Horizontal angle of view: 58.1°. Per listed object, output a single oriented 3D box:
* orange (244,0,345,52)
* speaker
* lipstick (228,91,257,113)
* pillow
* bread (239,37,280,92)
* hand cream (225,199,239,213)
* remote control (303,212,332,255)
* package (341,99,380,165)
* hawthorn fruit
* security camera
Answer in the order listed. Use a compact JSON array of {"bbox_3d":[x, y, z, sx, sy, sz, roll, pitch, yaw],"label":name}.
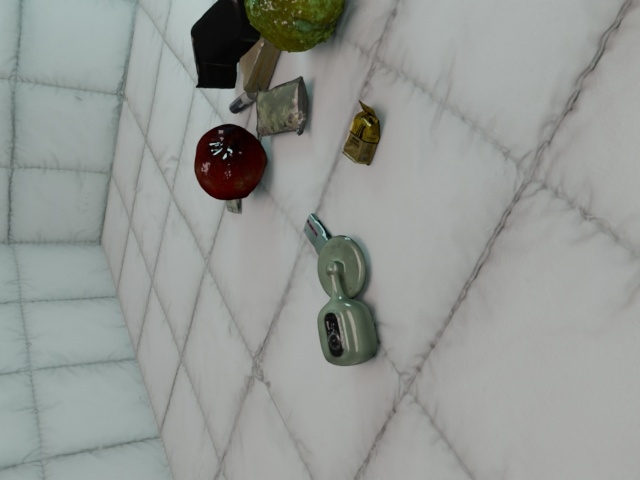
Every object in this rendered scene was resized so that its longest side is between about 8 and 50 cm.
[{"bbox_3d":[-0.067,-0.600,1.386,0.301,0.223,0.300,52,137,43],"label":"orange"},{"bbox_3d":[-0.252,-0.594,1.725,0.388,0.179,0.184,-3,94,58],"label":"speaker"},{"bbox_3d":[-0.249,-0.441,1.832,0.141,0.040,0.040,-15,78,56],"label":"lipstick"},{"bbox_3d":[-0.107,-0.360,1.597,0.255,0.059,0.169,9,99,55],"label":"pillow"},{"bbox_3d":[-0.164,-0.507,1.665,0.152,0.077,0.105,-22,77,52],"label":"bread"},{"bbox_3d":[-0.292,-0.228,1.895,0.095,0.059,0.277,16,109,55],"label":"hand cream"},{"bbox_3d":[0.000,0.000,1.461,0.166,0.029,0.065,55,135,42],"label":"remote control"},{"bbox_3d":[0.097,-0.240,1.292,0.071,0.047,0.131,47,127,50],"label":"package"},{"bbox_3d":[-0.289,-0.221,1.751,0.266,0.210,0.231,-42,53,56],"label":"hawthorn fruit"},{"bbox_3d":[0.045,0.137,1.330,0.157,0.080,0.302,-20,75,48],"label":"security camera"}]
